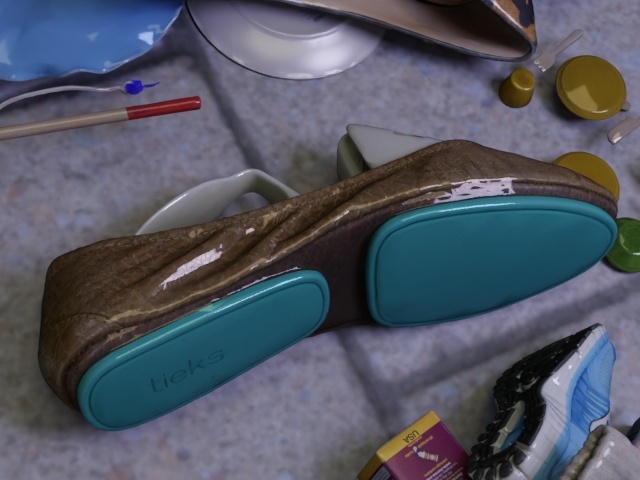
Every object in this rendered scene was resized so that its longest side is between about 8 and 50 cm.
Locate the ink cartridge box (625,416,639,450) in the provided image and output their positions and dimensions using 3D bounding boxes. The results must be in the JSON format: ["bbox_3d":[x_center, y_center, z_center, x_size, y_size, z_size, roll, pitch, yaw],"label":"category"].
[{"bbox_3d":[0.221,0.201,0.707,0.179,0.045,0.145,34,65,8],"label":"ink cartridge box"}]

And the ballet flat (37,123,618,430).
[{"bbox_3d":[0.000,0.000,0.734,0.342,0.116,0.124,-19,51,-14],"label":"ballet flat"}]

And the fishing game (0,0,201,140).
[{"bbox_3d":[-0.175,-0.165,0.801,0.189,0.041,0.264,-11,60,-16],"label":"fishing game"}]

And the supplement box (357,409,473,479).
[{"bbox_3d":[0.065,0.142,0.697,0.043,0.055,0.083,-33,76,-22],"label":"supplement box"}]

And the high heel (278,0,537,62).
[{"bbox_3d":[0.013,-0.152,0.772,0.261,0.093,0.186,-30,73,-38],"label":"high heel"}]

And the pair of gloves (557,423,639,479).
[{"bbox_3d":[0.155,0.236,0.635,0.204,0.042,0.240,30,78,-19],"label":"pair of gloves"}]

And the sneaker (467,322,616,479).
[{"bbox_3d":[0.134,0.107,0.712,0.073,0.063,0.162,52,38,-9],"label":"sneaker"}]

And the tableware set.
[{"bbox_3d":[0.178,-0.056,0.830,0.104,0.024,0.154,-37,78,-20],"label":"tableware set"}]

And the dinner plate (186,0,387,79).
[{"bbox_3d":[-0.019,-0.170,0.845,0.141,0.017,0.141,4,67,-9],"label":"dinner plate"}]
